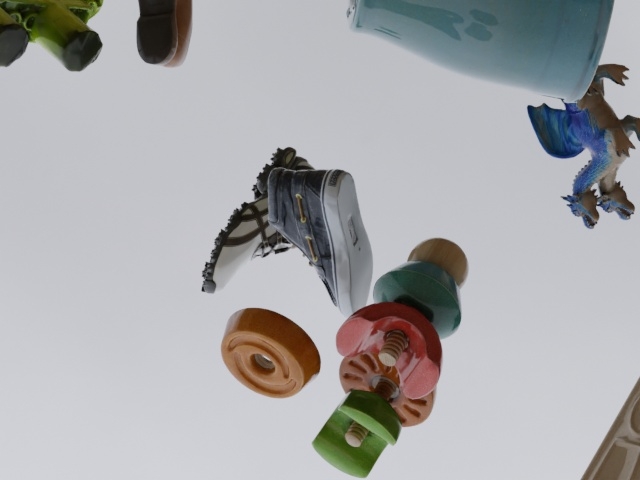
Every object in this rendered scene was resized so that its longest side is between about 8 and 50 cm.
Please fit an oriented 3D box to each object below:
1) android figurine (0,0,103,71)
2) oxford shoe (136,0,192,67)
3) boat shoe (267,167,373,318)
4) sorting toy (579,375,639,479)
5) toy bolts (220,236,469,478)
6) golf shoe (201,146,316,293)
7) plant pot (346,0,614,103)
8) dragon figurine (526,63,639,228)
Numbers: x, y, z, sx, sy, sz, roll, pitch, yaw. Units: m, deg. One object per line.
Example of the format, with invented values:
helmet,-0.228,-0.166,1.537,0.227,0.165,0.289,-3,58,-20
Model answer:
android figurine,-0.316,-0.240,1.596,0.248,0.056,0.273,-1,-144,-47
oxford shoe,-0.203,-0.336,2.412,0.076,0.212,0.076,4,177,27
boat shoe,0.000,0.000,1.831,0.083,0.183,0.065,8,-140,23
sorting toy,0.342,0.209,1.767,0.038,0.208,0.193,42,166,-20
toy bolts,0.044,0.079,1.717,0.218,0.228,0.158,36,-131,-3
golf shoe,-0.059,-0.010,2.031,0.094,0.077,0.198,34,-107,1
plant pot,0.164,-0.295,1.909,0.255,0.271,0.271,6,-147,-5
dragon figurine,0.312,-0.150,2.173,0.085,0.144,0.289,-31,-88,-36
